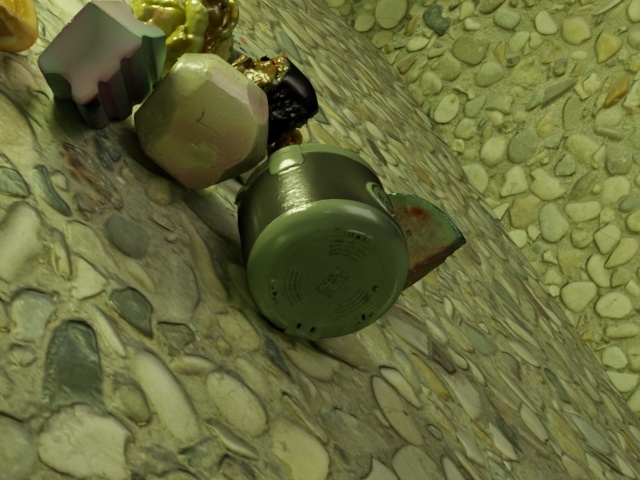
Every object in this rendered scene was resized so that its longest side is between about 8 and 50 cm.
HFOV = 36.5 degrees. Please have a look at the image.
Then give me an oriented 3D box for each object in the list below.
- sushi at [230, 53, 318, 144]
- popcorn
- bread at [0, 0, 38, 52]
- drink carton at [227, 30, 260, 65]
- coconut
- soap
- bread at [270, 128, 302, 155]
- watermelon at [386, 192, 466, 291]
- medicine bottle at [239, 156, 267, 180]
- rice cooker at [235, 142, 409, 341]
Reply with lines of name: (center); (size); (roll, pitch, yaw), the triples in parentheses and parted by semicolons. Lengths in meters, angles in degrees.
sushi: (-0.137, -0.328, 2.192); (0.204, 0.213, 0.200); (53, -8, -22)
popcorn: (-0.283, -0.422, 1.987); (0.259, 0.259, 0.212); (29, 56, -41)
bread: (-0.531, -0.376, 1.581); (0.134, 0.085, 0.173); (36, 19, -35)
drink carton: (-0.274, -0.465, 2.287); (0.315, 0.106, 0.130); (21, 32, -52)
coconut: (-0.199, -0.202, 1.717); (0.230, 0.227, 0.227); (39, 19, -15)
soap: (-0.353, -0.291, 1.620); (0.109, 0.193, 0.324); (41, -8, -1)
bread: (-0.078, -0.215, 2.239); (0.053, 0.074, 0.132); (31, 19, -9)
watermelon: (0.162, 0.024, 2.026); (0.148, 0.318, 0.226); (20, 72, -61)
medicine bottle: (-0.207, -0.208, 1.935); (0.219, 0.078, 0.115); (32, 25, -35)
rice cooker: (0.001, -0.002, 1.651); (0.288, 0.288, 0.277); (36, 20, -27)
